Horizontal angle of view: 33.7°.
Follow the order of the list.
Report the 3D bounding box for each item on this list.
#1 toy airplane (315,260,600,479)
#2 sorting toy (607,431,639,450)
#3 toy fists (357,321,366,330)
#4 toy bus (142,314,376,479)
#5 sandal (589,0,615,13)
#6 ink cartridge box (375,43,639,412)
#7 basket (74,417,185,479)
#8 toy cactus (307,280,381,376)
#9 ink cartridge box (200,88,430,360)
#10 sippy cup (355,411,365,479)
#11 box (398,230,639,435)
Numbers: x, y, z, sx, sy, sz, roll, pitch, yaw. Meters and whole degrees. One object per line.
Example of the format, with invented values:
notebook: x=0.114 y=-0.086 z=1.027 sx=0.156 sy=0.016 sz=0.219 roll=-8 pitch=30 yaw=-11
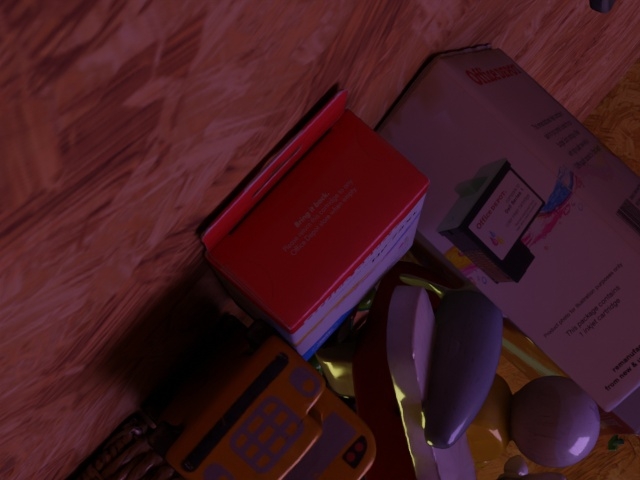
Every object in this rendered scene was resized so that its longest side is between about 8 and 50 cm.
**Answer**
toy airplane: x=0.132 y=0.207 z=0.988 sx=0.272 sy=0.385 sz=0.386 roll=-13 pitch=180 yaw=5
sorting toy: x=0.339 y=0.195 z=1.135 sx=0.083 sy=0.012 sz=0.062 roll=-49 pitch=175 yaw=-5
toy fists: x=0.085 y=0.213 z=1.943 sx=0.142 sy=0.096 sz=0.279 roll=-37 pitch=171 yaw=-7
toy bus: x=-0.051 y=0.139 z=0.801 sx=0.108 sy=0.130 sz=0.332 roll=-47 pitch=-174 yaw=-10
sandal: x=0.347 y=-0.328 z=0.950 sx=0.303 sy=0.086 sz=0.120 roll=-52 pitch=170 yaw=22
ink cartridge box: x=0.185 y=-0.024 z=0.871 sx=0.117 sy=0.278 sz=0.201 roll=-49 pitch=171 yaw=24
basket: x=-0.171 y=0.336 z=0.870 sx=0.299 sy=0.223 sz=0.213 roll=-46 pitch=170 yaw=-20
toy cactus: x=0.040 y=0.092 z=1.272 sx=0.180 sy=0.112 sz=0.219 roll=-54 pitch=166 yaw=-35
ink cartridge box: x=0.000 y=0.000 z=0.727 sx=0.134 sy=0.078 sz=0.231 roll=-47 pitch=170 yaw=-8
sippy cup: x=-0.036 y=0.410 z=1.776 sx=0.240 sy=0.224 sz=0.305 roll=-54 pitch=169 yaw=34
box: x=0.243 y=0.038 z=1.169 sx=0.168 sy=0.345 sz=0.215 roll=-47 pitch=170 yaw=-6
